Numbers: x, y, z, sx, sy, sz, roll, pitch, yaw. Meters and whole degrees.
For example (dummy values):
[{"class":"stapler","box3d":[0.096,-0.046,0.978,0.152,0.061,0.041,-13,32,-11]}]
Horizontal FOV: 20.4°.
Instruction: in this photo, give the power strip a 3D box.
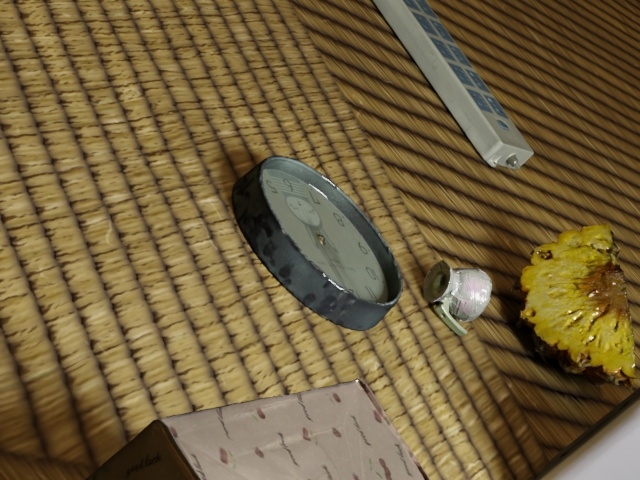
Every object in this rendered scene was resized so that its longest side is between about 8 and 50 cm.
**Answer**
[{"class":"power strip","box3d":[0.197,-0.241,2.630,0.106,0.043,0.367,9,43,-55]}]

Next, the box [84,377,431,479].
[{"class":"box","box3d":[-0.040,0.243,1.230,0.225,0.190,0.297,55,24,15]}]

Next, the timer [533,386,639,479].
[{"class":"timer","box3d":[0.350,0.271,1.858,0.192,0.195,0.194,50,22,7]}]

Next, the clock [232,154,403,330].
[{"class":"clock","box3d":[0.000,0.000,1.888,0.215,0.042,0.215,38,24,-21]}]

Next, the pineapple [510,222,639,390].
[{"class":"pineapple","box3d":[0.310,0.111,2.206,0.164,0.140,0.250,85,1,-54]}]

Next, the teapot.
[{"class":"teapot","box3d":[0.154,0.064,2.043,0.064,0.064,0.083,23,63,-30]}]
